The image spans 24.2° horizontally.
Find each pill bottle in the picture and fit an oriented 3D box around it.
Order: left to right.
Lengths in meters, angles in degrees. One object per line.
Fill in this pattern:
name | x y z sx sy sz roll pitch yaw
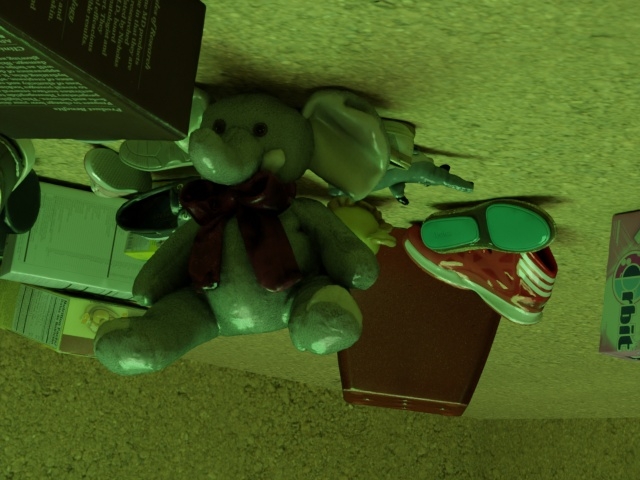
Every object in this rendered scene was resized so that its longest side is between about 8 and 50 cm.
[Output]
pill bottle | -0.492 -0.061 1.997 0.219 0.122 0.123 3 167 19

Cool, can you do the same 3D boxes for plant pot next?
plant pot | 0.137 0.128 2.206 0.267 0.235 0.267 7 168 3

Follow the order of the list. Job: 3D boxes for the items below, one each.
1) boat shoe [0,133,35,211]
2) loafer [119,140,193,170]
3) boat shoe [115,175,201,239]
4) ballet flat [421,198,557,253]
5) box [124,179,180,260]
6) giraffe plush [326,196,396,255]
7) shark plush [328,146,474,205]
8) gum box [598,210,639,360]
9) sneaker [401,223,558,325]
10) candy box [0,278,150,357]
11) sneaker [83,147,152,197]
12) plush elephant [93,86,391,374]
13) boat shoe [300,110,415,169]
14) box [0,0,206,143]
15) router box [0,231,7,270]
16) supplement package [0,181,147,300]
boat shoe | -0.462 -0.022 1.868 0.116 0.096 0.324 38 130 -6
loafer | -0.180 -0.103 1.793 0.125 0.045 0.039 0 173 23
boat shoe | -0.169 -0.047 1.898 0.228 0.080 0.076 -9 173 38
ballet flat | 0.223 -0.021 1.902 0.206 0.073 0.067 1 -166 41
box | -0.174 -0.028 1.985 0.179 0.105 0.043 -2 161 38
giraffe plush | 0.000 0.000 1.964 0.171 0.181 0.210 2 136 -21
shark plush | 0.091 -0.071 1.705 0.161 0.067 0.073 11 167 -15
gum box | 0.404 0.059 1.821 0.062 0.188 0.107 14 167 -29
sneaker | 0.224 0.008 2.016 0.221 0.128 0.087 30 -148 13
candy box | -0.384 0.117 2.300 0.183 0.087 0.316 12 179 -36
sneaker | -0.280 -0.083 1.924 0.070 0.051 0.134 -4 168 26
plush elephant | -0.070 -0.038 1.536 0.272 0.255 0.330 -6 -166 21
boat shoe | 0.025 -0.108 1.619 0.153 0.048 0.056 7 168 2
box | -0.264 -0.196 1.183 0.191 0.143 0.381 2 165 24
router box | -0.533 0.007 2.438 0.309 0.081 0.243 1 166 28
supplement package | -0.326 0.008 2.166 0.244 0.139 0.134 12 171 -17
